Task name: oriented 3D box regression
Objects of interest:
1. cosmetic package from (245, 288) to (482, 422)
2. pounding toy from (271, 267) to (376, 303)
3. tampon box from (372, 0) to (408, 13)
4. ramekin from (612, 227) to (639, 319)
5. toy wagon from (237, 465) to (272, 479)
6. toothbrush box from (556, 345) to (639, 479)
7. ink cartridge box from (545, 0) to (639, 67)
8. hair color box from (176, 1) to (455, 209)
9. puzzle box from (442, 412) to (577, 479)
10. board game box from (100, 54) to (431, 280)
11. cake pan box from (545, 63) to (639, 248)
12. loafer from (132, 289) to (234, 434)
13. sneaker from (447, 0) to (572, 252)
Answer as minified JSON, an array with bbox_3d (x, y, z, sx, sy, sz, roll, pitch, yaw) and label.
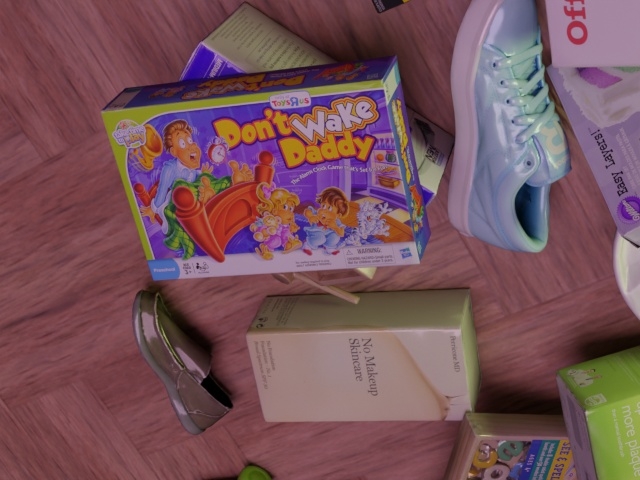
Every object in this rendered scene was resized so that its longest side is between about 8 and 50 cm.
[{"bbox_3d":[0.065,0.166,1.691,0.309,0.113,0.160,-4,116,17],"label":"cosmetic package"},{"bbox_3d":[0.004,0.005,1.631,0.181,0.094,0.206,34,158,-25],"label":"pounding toy"},{"bbox_3d":[0.122,-0.367,1.411,0.161,0.101,0.120,-22,110,23],"label":"tampon box"},{"bbox_3d":[0.504,-0.003,1.481,0.273,0.127,0.273,6,118,11],"label":"ramekin"},{"bbox_3d":[-0.075,0.526,1.934,0.344,0.068,0.267,30,120,-1],"label":"toy wagon"},{"bbox_3d":[0.479,0.244,1.566,0.283,0.122,0.206,-16,112,-4],"label":"toothbrush box"},{"bbox_3d":[0.427,-0.331,1.195,0.395,0.166,0.285,4,116,34],"label":"ink cartridge box"},{"bbox_3d":[-0.004,-0.150,1.507,0.339,0.185,0.110,31,120,-2],"label":"hair color box"},{"bbox_3d":[0.292,0.428,1.735,0.272,0.052,0.409,3,121,-16],"label":"puzzle box"},{"bbox_3d":[-0.062,-0.079,1.407,0.347,0.078,0.233,-4,117,19],"label":"board game box"},{"bbox_3d":[0.419,-0.153,1.373,0.246,0.267,0.070,-32,150,29],"label":"cake pan box"},{"bbox_3d":[-0.205,0.175,1.788,0.087,0.094,0.251,-20,115,10],"label":"loafer"},{"bbox_3d":[0.252,-0.146,1.449,0.150,0.135,0.366,26,136,34],"label":"sneaker"}]
